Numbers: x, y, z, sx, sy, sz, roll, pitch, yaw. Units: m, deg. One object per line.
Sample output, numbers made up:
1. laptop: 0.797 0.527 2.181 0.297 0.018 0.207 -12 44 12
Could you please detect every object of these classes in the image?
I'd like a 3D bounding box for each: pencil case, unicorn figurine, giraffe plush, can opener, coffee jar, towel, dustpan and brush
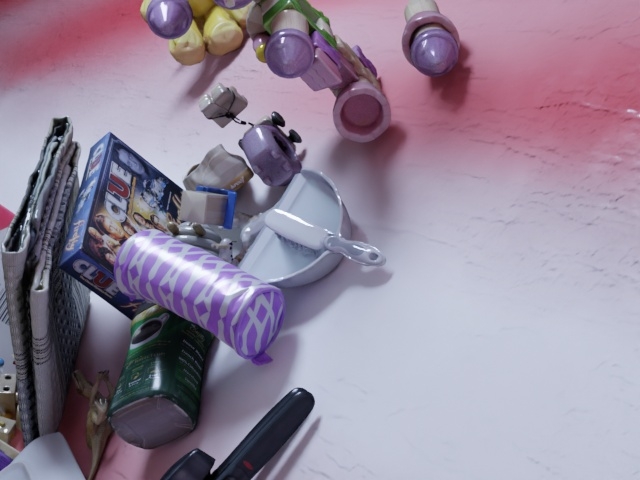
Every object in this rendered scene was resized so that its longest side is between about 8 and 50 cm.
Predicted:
1. pencil case: -0.132 0.057 1.523 0.206 0.086 0.088 24 113 37
2. unicorn figurine: -0.070 -0.013 1.655 0.162 0.060 0.111 -19 33 24
3. giraffe plush: -0.196 -0.373 2.222 0.181 0.210 0.170 -21 -2 -7
4. can opener: -0.075 0.210 1.358 0.186 0.073 0.059 -41 18 -2
5. coffee jar: -0.172 0.136 1.582 0.096 0.079 0.184 -26 34 27
6. towel: -0.328 0.051 1.777 0.312 0.056 0.324 -84 -3 -54
7. dustpan and brush: 0.000 0.000 1.503 0.211 0.060 0.147 23 77 39

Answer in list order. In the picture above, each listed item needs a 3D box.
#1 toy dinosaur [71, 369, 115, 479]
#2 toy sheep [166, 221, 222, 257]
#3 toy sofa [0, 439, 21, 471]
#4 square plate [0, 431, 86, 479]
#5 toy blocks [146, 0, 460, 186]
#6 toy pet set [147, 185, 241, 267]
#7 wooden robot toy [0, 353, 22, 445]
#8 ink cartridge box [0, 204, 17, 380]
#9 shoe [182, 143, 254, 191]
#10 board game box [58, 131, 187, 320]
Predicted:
1. toy dinosaur: -0.258 0.216 1.671 0.092 0.053 0.183 -55 32 35
2. toy sheep: -0.153 0.021 1.694 0.091 0.091 0.132 -15 59 51
3. toy sofa: -0.539 0.241 1.710 0.177 0.362 0.150 1 55 45
4. square plate: -0.378 0.387 1.544 0.347 0.049 0.344 -49 25 -4
5. toy blocks: -0.035 -0.210 1.578 0.309 0.288 0.260 -39 22 16
6. toy pet set: -0.135 -0.004 1.626 0.122 0.065 0.114 12 96 37
7. wooden robot toy: -0.400 0.225 1.882 0.173 0.076 0.079 -97 16 -56
8. ink cartridge box: -0.539 0.129 1.955 0.160 0.279 0.384 -6 50 57
9. shoe: -0.132 -0.085 1.789 0.076 0.058 0.219 -42 8 -12
10. board game box: -0.231 -0.009 1.774 0.042 0.165 0.243 -37 29 27
